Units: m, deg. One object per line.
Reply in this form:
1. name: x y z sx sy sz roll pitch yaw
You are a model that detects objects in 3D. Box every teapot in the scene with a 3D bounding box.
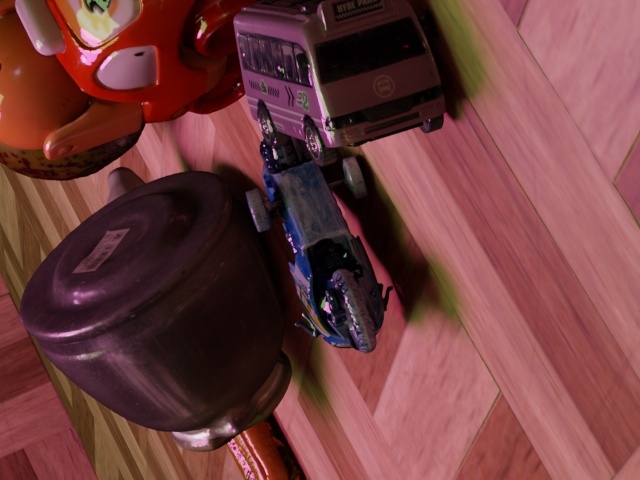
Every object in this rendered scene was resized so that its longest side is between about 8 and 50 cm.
1. teapot: -0.162 0.080 1.805 0.321 0.239 0.239 16 144 55

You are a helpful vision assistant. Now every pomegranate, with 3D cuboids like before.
1. pomegranate: -0.267 -0.173 1.916 0.214 0.214 0.248 68 -163 -4

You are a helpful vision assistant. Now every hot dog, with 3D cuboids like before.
1. hot dog: -0.079 0.217 2.036 0.188 0.055 0.072 61 159 22

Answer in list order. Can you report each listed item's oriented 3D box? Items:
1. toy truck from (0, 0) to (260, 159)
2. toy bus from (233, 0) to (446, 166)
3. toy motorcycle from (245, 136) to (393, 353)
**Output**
1. toy truck: -0.186 -0.184 1.509 0.189 0.239 0.265 61 162 18
2. toy bus: 0.010 -0.121 1.238 0.199 0.096 0.108 -153 47 -70
3. toy motorcycle: 0.000 0.000 1.445 0.135 0.092 0.254 75 173 -56
